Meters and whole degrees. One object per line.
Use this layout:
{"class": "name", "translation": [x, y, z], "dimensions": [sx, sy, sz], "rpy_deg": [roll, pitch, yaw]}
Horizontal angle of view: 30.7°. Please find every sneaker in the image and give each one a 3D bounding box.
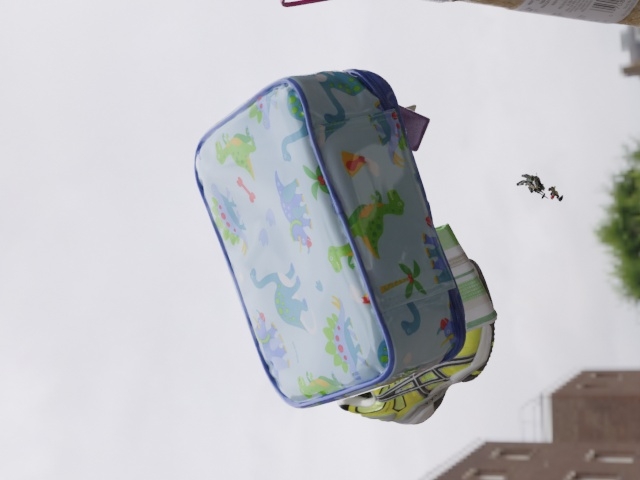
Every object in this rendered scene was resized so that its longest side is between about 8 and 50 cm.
{"class": "sneaker", "translation": [0.141, 0.170, 1.754], "dimensions": [0.384, 0.147, 0.145], "rpy_deg": [115, 146, -45]}

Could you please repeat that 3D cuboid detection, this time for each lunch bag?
{"class": "lunch bag", "translation": [0.000, 0.000, 0.811], "dimensions": [0.090, 0.176, 0.219], "rpy_deg": [-15, -98, -36]}

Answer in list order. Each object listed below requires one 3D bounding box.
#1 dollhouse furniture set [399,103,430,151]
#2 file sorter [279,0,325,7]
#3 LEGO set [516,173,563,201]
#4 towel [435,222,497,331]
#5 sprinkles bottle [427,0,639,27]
{"class": "dollhouse furniture set", "translation": [0.060, -0.091, 1.172], "dimensions": [0.081, 0.091, 0.114], "rpy_deg": [-25, -42, -68]}
{"class": "file sorter", "translation": [-0.024, -0.483, 1.571], "dimensions": [0.202, 0.182, 0.290], "rpy_deg": [-21, -103, -44]}
{"class": "LEGO set", "translation": [0.307, -0.078, 1.620], "dimensions": [0.023, 0.083, 0.054], "rpy_deg": [-56, -39, -7]}
{"class": "towel", "translation": [0.146, 0.058, 1.483], "dimensions": [0.152, 0.113, 0.023], "rpy_deg": [61, -163, -21]}
{"class": "sprinkles bottle", "translation": [0.258, -0.310, 1.304], "dimensions": [0.355, 0.121, 0.121], "rpy_deg": [3, -98, -22]}
